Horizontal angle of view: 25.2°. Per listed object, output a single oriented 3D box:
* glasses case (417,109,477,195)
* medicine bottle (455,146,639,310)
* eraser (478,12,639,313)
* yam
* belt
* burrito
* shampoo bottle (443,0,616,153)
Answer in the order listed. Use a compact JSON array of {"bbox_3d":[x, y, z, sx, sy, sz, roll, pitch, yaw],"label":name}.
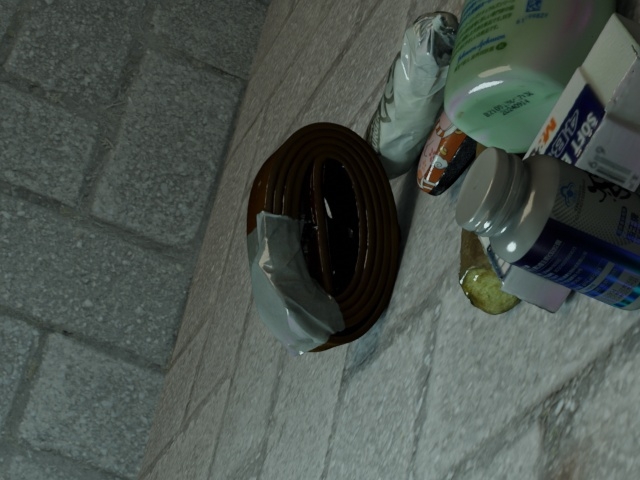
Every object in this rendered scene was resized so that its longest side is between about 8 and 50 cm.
[{"bbox_3d":[0.206,-0.174,1.923,0.267,0.067,0.103,-60,10,30],"label":"glasses case"},{"bbox_3d":[0.226,-0.014,1.319,0.107,0.191,0.107,-60,15,29],"label":"medicine bottle"},{"bbox_3d":[0.273,-0.078,1.472,0.287,0.086,0.130,-61,16,25],"label":"eraser"},{"bbox_3d":[0.210,-0.067,1.718,0.357,0.081,0.081,-82,19,-44],"label":"yam"},{"bbox_3d":[0.000,0.000,2.110,0.122,0.217,0.339,142,130,-64],"label":"belt"},{"bbox_3d":[0.145,-0.221,2.049,0.139,0.101,0.445,-45,-9,-22],"label":"burrito"},{"bbox_3d":[0.260,-0.286,1.703,0.222,0.151,0.349,-27,42,51],"label":"shampoo bottle"}]
